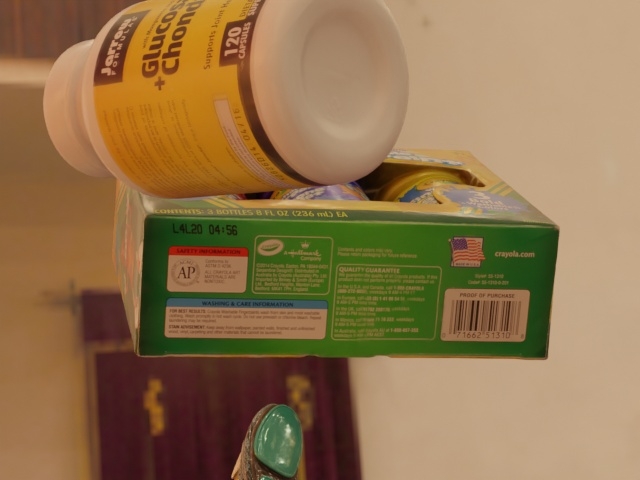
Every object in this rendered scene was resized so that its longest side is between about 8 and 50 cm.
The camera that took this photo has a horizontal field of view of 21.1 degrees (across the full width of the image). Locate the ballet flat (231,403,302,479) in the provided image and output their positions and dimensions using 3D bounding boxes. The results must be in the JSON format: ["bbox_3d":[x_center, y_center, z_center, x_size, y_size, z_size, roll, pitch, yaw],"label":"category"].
[{"bbox_3d":[-0.060,0.231,1.624,0.070,0.070,0.188,-6,34,12],"label":"ballet flat"}]

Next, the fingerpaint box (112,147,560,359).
[{"bbox_3d":[0.000,0.000,1.944,0.444,0.163,0.371,2,15,-11],"label":"fingerpaint box"}]

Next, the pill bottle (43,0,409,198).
[{"bbox_3d":[-0.053,-0.074,0.857,0.184,0.103,0.103,-3,-6,44],"label":"pill bottle"}]
